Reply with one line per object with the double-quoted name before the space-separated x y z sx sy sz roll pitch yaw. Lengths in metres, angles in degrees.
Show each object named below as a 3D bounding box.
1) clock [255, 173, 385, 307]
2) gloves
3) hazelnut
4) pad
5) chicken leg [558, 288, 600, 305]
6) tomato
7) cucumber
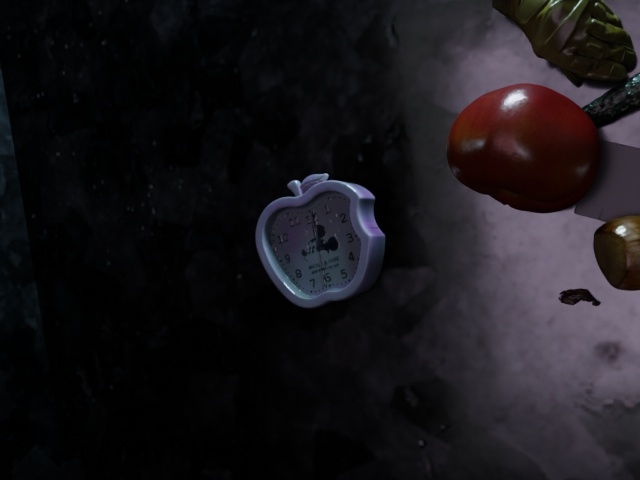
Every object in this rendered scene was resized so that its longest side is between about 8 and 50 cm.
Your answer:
"clock" 0.000 0.000 1.640 0.338 0.102 0.339 2 94 29
"gloves" 0.490 -0.437 1.310 0.331 0.141 0.154 48 112 18
"hazelnut" 0.621 0.023 1.276 0.150 0.150 0.151 2 95 29
"pad" 0.662 -0.098 1.317 0.242 0.004 0.164 20 103 26
"chicken leg" 0.553 0.121 1.385 0.083 0.021 0.036 1 84 25
"tomato" 0.408 -0.192 1.305 0.298 0.298 0.226 23 88 26
"cucumber" 0.621 -0.292 1.293 0.293 0.067 0.068 -32 78 28
